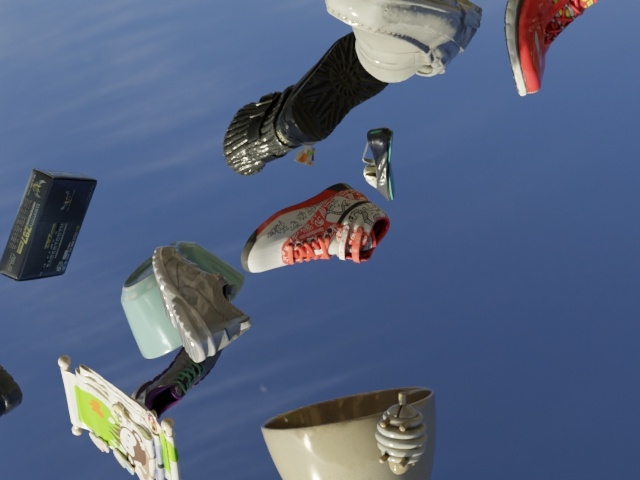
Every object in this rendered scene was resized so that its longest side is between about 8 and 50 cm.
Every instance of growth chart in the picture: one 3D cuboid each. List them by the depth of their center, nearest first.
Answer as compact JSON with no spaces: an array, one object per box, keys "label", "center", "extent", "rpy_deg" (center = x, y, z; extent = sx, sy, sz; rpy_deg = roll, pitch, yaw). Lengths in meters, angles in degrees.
[{"label":"growth chart","center":[-0.252,0.240,1.069],"extent":[0.237,0.171,0.021],"rpy_deg":[22,-140,34]}]

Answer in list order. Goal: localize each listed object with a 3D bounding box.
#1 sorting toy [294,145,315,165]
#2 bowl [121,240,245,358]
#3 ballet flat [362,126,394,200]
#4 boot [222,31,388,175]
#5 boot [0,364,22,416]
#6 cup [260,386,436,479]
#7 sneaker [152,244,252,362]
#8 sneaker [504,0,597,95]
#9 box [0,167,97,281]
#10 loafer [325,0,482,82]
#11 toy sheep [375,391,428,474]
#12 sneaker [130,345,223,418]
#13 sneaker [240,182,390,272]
[{"label":"sorting toy","center":[-0.031,-0.223,2.062],"extent":[0.045,0.075,0.083],"rpy_deg":[15,-174,3]},{"label":"bowl","center":[-0.349,0.116,2.011],"extent":[0.312,0.163,0.311],"rpy_deg":[-32,-163,11]},{"label":"ballet flat","center":[0.129,-0.170,1.875],"extent":[0.074,0.203,0.074],"rpy_deg":[-3,-132,4]},{"label":"boot","center":[-0.031,-0.279,1.704],"extent":[0.348,0.131,0.260],"rpy_deg":[-44,-165,-35]},{"label":"boot","center":[-0.877,0.322,1.639],"extent":[0.367,0.146,0.445],"rpy_deg":[33,-133,23]},{"label":"cup","center":[0.075,0.425,1.577],"extent":[0.331,0.236,0.331],"rpy_deg":[-12,177,-1]},{"label":"sneaker","center":[-0.196,0.093,1.380],"extent":[0.115,0.105,0.281],"rpy_deg":[-19,-142,-16]},{"label":"sneaker","center":[0.339,-0.342,1.224],"extent":[0.118,0.107,0.278],"rpy_deg":[9,-105,24]},{"label":"box","center":[-0.575,-0.034,1.789],"extent":[0.059,0.232,0.183],"rpy_deg":[23,-174,12]},{"label":"loafer","center":[0.084,-0.210,0.850],"extent":[0.112,0.111,0.319],"rpy_deg":[36,-159,17]},{"label":"toy sheep","center":[0.127,0.303,1.327],"extent":[0.091,0.132,0.091],"rpy_deg":[5,-170,-1]},{"label":"sneaker","center":[-0.268,0.276,1.675],"extent":[0.224,0.083,0.098],"rpy_deg":[-43,-155,-16]},{"label":"sneaker","center":[0.001,-0.001,1.497],"extent":[0.270,0.090,0.145],"rpy_deg":[-32,-130,-29]}]
